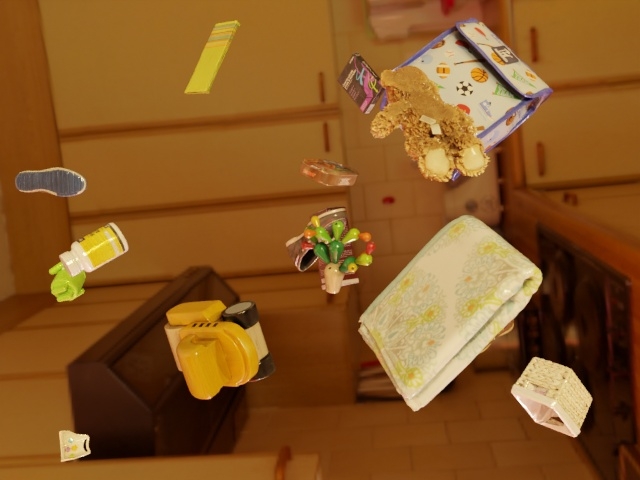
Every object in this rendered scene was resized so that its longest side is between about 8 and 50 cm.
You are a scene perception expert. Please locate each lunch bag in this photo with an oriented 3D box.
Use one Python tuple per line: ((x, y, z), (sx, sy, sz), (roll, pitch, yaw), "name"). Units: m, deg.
((0.421, -0.426, 2.184), (0.328, 0.386, 0.239), (49, 162, 13), "lunch bag")

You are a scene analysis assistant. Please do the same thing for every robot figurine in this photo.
((-0.614, 0.099, 1.885), (0.115, 0.067, 0.101), (-85, -27, -55), "robot figurine")

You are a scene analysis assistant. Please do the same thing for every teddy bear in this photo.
((0.241, -0.251, 1.745), (0.338, 0.245, 0.113), (47, 152, 28), "teddy bear")

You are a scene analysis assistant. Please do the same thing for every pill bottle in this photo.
((-0.429, 0.020, 1.461), (0.065, 0.116, 0.065), (42, 152, 29), "pill bottle")

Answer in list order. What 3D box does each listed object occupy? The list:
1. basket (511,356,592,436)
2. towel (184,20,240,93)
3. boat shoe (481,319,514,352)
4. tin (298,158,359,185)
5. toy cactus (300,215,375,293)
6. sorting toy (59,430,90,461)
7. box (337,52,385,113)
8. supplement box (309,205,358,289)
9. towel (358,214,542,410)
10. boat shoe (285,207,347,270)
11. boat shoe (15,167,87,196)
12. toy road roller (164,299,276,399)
((0.524, 0.350, 1.739), (0.103, 0.113, 0.167), (-56, -49, -17), "basket")
((-0.308, -0.520, 2.200), (0.021, 0.102, 0.237), (35, -110, -43), "towel")
((0.456, 0.252, 2.127), (0.064, 0.178, 0.060), (50, 166, 33), "boat shoe")
((0.022, -0.168, 1.921), (0.190, 0.106, 0.040), (-6, -64, -58), "tin")
((0.034, 0.043, 1.843), (0.112, 0.219, 0.180), (-26, -53, -51), "toy cactus")
((-0.649, 0.546, 2.045), (0.044, 0.075, 0.083), (107, 153, -50), "sorting toy")
((0.129, -0.499, 2.453), (0.162, 0.029, 0.116), (55, 133, 23), "box")
((0.041, 0.024, 2.392), (0.130, 0.073, 0.239), (-20, 79, 64), "supplement box")
((0.257, 0.138, 1.614), (0.090, 0.374, 0.320), (38, -172, -26), "towel")
((0.000, 0.000, 2.232), (0.335, 0.112, 0.095), (-38, 70, 60), "boat shoe")
((-0.622, -0.140, 1.819), (0.066, 0.183, 0.066), (-13, -71, -73), "boat shoe")
((-0.300, 0.289, 1.996), (0.241, 0.330, 0.202), (-33, -68, -51), "toy road roller")
